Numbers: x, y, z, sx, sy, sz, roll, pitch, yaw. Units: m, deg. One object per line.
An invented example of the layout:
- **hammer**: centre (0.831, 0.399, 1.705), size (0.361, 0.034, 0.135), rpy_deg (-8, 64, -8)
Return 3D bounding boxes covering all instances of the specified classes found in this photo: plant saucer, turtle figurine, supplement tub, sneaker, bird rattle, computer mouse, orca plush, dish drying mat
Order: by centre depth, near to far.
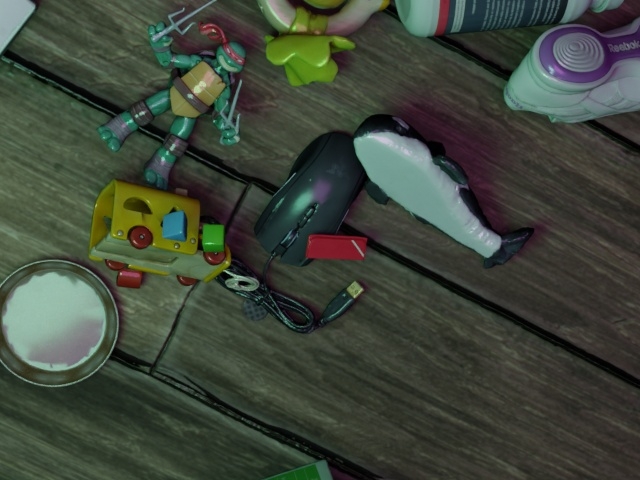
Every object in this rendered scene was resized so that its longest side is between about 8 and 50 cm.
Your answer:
- **supplement tub**: centre (0.231, -0.359, 1.721), size (0.272, 0.191, 0.191), rpy_deg (-6, 98, -5)
- **turtle figurine**: centre (-0.162, -0.183, 1.740), size (0.234, 0.118, 0.175), rpy_deg (-45, 85, 16)
- **bird rattle**: centre (-0.029, -0.327, 1.756), size (0.207, 0.143, 0.253), rpy_deg (-30, 87, -13)
- **dish drying mat**: centre (0.021, 0.009, 1.791), size (0.083, 0.008, 0.032), rpy_deg (3, 106, -26)
- **orca plush**: centre (0.163, -0.088, 1.798), size (0.287, 0.151, 0.102), rpy_deg (30, 57, -15)
- **plant saucer**: centre (-0.348, 0.106, 1.801), size (0.168, 0.029, 0.168), rpy_deg (-1, 97, -7)
- **sneaker**: centre (0.377, -0.219, 1.809), size (0.305, 0.152, 0.114), rpy_deg (-2, 68, -26)
- **computer mouse**: centre (0.000, 0.000, 1.810), size (0.184, 0.060, 0.262), rpy_deg (40, 92, -9)

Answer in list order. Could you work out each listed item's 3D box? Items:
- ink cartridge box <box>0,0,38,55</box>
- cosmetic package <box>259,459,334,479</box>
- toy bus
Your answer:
- **ink cartridge box**: centre (-0.544, -0.257, 1.712), size (0.261, 0.066, 0.296), rpy_deg (38, 92, -11)
- **cosmetic package**: centre (-0.135, 0.431, 1.786), size (0.365, 0.197, 0.155), rpy_deg (-17, 99, -5)
- **toy bus**: centre (-0.191, -0.013, 1.748), size (0.191, 0.202, 0.104), rpy_deg (-5, 67, 15)
